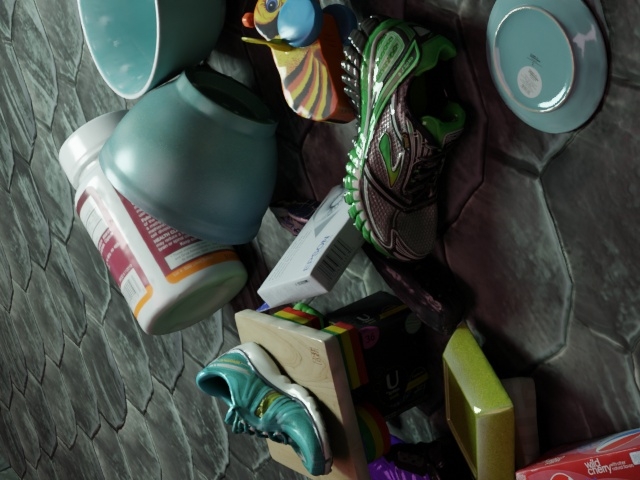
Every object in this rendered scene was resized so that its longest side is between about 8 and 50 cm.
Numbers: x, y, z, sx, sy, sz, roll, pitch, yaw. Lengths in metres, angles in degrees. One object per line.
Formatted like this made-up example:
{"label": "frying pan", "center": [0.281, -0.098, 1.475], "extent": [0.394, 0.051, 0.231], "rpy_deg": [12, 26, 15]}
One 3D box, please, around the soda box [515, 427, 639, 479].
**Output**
{"label": "soda box", "center": [0.364, 0.293, 1.373], "extent": [0.263, 0.092, 0.083], "rpy_deg": [-33, 82, 57]}

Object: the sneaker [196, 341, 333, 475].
{"label": "sneaker", "center": [-0.079, 0.257, 1.596], "extent": [0.275, 0.110, 0.107], "rpy_deg": [36, 138, 42]}

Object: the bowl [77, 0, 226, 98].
{"label": "bowl", "center": [-0.268, -0.401, 1.817], "extent": [0.311, 0.163, 0.311], "rpy_deg": [31, 128, 49]}

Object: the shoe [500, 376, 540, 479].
{"label": "shoe", "center": [0.283, 0.290, 1.519], "extent": [0.076, 0.058, 0.219], "rpy_deg": [-145, 42, -71]}

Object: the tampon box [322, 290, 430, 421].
{"label": "tampon box", "center": [0.088, 0.180, 1.689], "extent": [0.101, 0.120, 0.161], "rpy_deg": [21, 126, 50]}

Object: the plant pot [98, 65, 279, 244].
{"label": "plant pot", "center": [-0.187, -0.158, 1.785], "extent": [0.293, 0.293, 0.196], "rpy_deg": [45, 115, 32]}

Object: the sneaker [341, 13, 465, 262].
{"label": "sneaker", "center": [0.116, -0.120, 1.458], "extent": [0.146, 0.134, 0.343], "rpy_deg": [21, 129, 41]}

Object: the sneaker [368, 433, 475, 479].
{"label": "sneaker", "center": [0.168, 0.352, 1.707], "extent": [0.293, 0.102, 0.146], "rpy_deg": [33, 130, 36]}

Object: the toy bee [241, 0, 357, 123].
{"label": "toy bee", "center": [-0.028, -0.294, 1.543], "extent": [0.162, 0.195, 0.298], "rpy_deg": [-16, 58, 41]}

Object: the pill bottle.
{"label": "pill bottle", "center": [-0.324, -0.038, 2.077], "extent": [0.392, 0.224, 0.224], "rpy_deg": [58, 147, 16]}

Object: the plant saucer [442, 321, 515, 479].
{"label": "plant saucer", "center": [0.214, 0.241, 1.524], "extent": [0.188, 0.045, 0.188], "rpy_deg": [-114, 14, -54]}

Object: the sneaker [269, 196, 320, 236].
{"label": "sneaker", "center": [-0.032, -0.035, 1.817], "extent": [0.135, 0.052, 0.058], "rpy_deg": [20, 135, 59]}

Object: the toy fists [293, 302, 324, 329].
{"label": "toy fists", "center": [-0.027, 0.238, 1.922], "extent": [0.142, 0.096, 0.279], "rpy_deg": [39, 139, 39]}

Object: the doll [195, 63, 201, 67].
{"label": "doll", "center": [-0.220, -0.255, 1.958], "extent": [0.129, 0.046, 0.189], "rpy_deg": [34, 129, 55]}

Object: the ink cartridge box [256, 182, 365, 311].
{"label": "ink cartridge box", "center": [0.000, 0.000, 1.628], "extent": [0.045, 0.223, 0.224], "rpy_deg": [43, 151, -15]}

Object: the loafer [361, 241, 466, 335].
{"label": "loafer", "center": [0.124, 0.051, 1.600], "extent": [0.223, 0.076, 0.078], "rpy_deg": [46, 145, 33]}

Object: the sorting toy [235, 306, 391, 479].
{"label": "sorting toy", "center": [-0.002, 0.231, 1.656], "extent": [0.257, 0.089, 0.255], "rpy_deg": [10, 117, 56]}

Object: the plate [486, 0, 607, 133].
{"label": "plate", "center": [0.257, -0.215, 1.293], "extent": [0.188, 0.024, 0.188], "rpy_deg": [32, 133, 42]}
